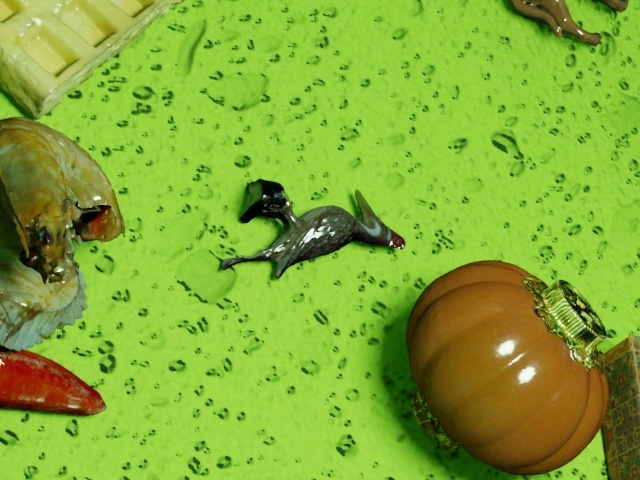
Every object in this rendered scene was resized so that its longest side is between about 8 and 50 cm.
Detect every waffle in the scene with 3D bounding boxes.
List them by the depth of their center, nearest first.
[{"bbox_3d":[-0.254,-0.255,1.927,0.168,0.057,0.274,45,56,1],"label":"waffle"}]

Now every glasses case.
[{"bbox_3d":[0.330,0.213,1.962,0.049,0.075,0.218,8,62,-25],"label":"glasses case"}]

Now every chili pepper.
[{"bbox_3d":[-0.316,0.123,1.707,0.272,0.071,0.063,6,24,-29],"label":"chili pepper"}]

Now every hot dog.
[{"bbox_3d":[-0.338,0.007,1.736,0.270,0.082,0.162,34,35,1],"label":"hot dog"}]

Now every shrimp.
[{"bbox_3d":[-0.234,-0.027,1.748,0.152,0.063,0.287,33,18,-30],"label":"shrimp"}]

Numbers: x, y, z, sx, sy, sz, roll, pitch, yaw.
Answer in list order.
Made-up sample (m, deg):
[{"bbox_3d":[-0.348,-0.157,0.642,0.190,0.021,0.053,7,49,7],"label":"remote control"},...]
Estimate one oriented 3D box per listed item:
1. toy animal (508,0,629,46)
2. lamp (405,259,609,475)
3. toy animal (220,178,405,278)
[{"bbox_3d":[0.266,-0.342,2.216,0.229,0.066,0.224,38,55,2],"label":"toy animal"},{"bbox_3d":[0.180,0.123,1.864,0.223,0.196,0.223,45,19,-20],"label":"lamp"},{"bbox_3d":[-0.005,-0.010,1.931,0.202,0.070,0.105,4,77,-26],"label":"toy animal"}]
